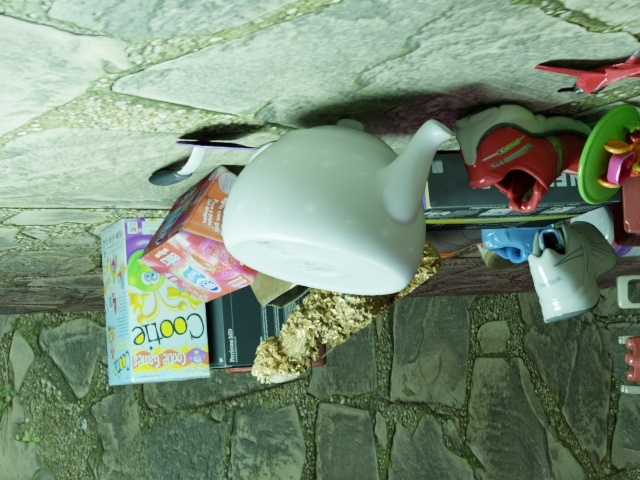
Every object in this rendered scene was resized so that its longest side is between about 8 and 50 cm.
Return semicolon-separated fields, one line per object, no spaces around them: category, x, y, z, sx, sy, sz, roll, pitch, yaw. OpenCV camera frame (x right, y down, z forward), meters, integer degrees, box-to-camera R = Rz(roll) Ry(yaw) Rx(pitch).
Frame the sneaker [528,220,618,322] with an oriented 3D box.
sneaker;0.407;0.020;1.838;0.111;0.129;0.297;-21;-167;24

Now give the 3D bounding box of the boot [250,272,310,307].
boot;0.000;0.000;1.723;0.112;0.115;0.305;14;139;-42

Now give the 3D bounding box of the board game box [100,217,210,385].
board game box;-0.288;0.107;1.966;0.142;0.275;0.144;-1;172;-26

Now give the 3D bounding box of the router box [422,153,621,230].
router box;0.255;-0.071;1.708;0.309;0.081;0.243;-2;172;-18

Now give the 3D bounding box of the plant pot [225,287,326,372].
plant pot;-0.098;0.126;2.252;0.272;0.265;0.272;-5;172;-1

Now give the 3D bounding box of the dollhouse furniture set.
dollhouse furniture set;0.572;0.068;1.860;0.152;0.374;0.201;-2;174;9

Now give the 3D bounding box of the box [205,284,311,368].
box;-0.118;0.096;2.033;0.184;0.261;0.103;1;170;-32

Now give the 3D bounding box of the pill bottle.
pill bottle;0.579;-0.024;2.145;0.193;0.108;0.108;-1;171;-31

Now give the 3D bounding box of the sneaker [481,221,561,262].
sneaker;0.361;-0.021;1.962;0.240;0.126;0.091;0;171;-29

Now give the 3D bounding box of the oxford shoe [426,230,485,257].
oxford shoe;0.261;-0.035;2.013;0.271;0.097;0.098;-7;158;-32

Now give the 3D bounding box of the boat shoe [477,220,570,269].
boat shoe;0.431;-0.011;2.212;0.302;0.098;0.109;-5;142;-29

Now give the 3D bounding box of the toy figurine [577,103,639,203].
toy figurine;0.426;-0.085;1.362;0.173;0.130;0.159;-23;-142;-39

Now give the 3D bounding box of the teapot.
teapot;0.010;-0.053;1.325;0.256;0.187;0.252;11;165;5

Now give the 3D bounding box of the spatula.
spatula;-0.168;-0.099;1.441;0.084;0.030;0.296;0;171;-26

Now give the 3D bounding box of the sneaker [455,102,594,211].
sneaker;0.260;-0.093;1.414;0.107;0.118;0.279;-11;170;44

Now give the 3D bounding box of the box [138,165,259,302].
box;-0.158;-0.002;1.646;0.128;0.123;0.257;34;160;-13

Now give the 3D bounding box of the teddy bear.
teddy bear;0.025;0.094;1.714;0.338;0.113;0.245;-38;179;19

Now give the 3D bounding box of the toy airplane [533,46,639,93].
toy airplane;0.306;-0.175;1.179;0.151;0.028;0.151;-3;172;0
